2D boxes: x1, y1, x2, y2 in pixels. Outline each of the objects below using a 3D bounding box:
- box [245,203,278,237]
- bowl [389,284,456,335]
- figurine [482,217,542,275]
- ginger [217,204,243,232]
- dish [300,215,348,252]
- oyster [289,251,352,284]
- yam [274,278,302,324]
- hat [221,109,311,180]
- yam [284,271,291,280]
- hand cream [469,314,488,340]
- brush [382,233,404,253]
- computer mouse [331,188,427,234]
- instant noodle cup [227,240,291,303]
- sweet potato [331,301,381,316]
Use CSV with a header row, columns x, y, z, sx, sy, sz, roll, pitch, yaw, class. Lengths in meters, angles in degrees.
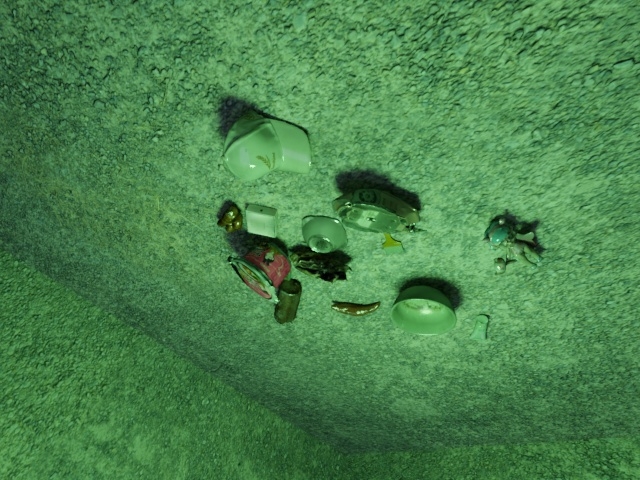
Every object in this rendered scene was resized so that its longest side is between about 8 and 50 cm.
x,y,z,sx,sy,sz,roll,pitch,yaw,class
-0.252,-0.084,1.845,0.129,0.051,0.130,12,137,8,box
0.463,0.294,1.922,0.289,0.146,0.289,9,138,8,bowl
0.700,0.034,1.580,0.260,0.103,0.205,31,112,-19,figurine
-0.387,-0.087,1.879,0.103,0.073,0.162,46,140,-9,ginger
0.000,0.000,1.824,0.224,0.078,0.246,31,137,-16,dish
0.006,0.112,1.882,0.271,0.275,0.100,12,96,-12,oyster
-0.166,0.316,2.191,0.131,0.131,0.279,17,136,1,yam
-0.184,-0.292,1.512,0.302,0.168,0.257,15,139,5,hat
-0.222,0.149,2.073,0.169,0.068,0.068,12,138,13,yam
0.761,0.426,2.031,0.078,0.050,0.205,4,140,16,hand cream
0.277,-0.020,1.754,0.083,0.011,0.205,-8,131,28,brush
0.231,-0.112,1.601,0.389,0.114,0.199,13,156,-10,computer mouse
-0.249,0.122,1.931,0.302,0.181,0.258,46,154,-5,instant noodle cup
0.181,0.345,2.145,0.255,0.058,0.078,-3,114,17,sweet potato
